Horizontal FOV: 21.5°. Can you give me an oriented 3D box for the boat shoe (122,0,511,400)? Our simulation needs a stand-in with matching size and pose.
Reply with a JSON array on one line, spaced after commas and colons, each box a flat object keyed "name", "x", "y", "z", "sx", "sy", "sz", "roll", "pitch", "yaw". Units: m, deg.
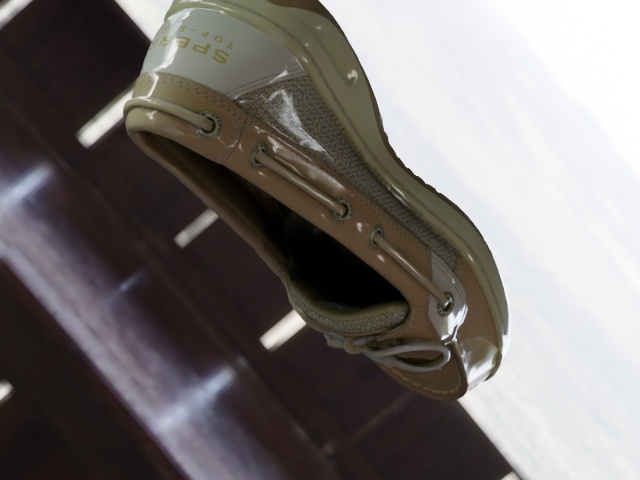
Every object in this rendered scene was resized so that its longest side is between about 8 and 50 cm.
[{"name": "boat shoe", "x": 0.001, "y": 0.000, "z": 0.412, "sx": 0.056, "sy": 0.048, "sz": 0.153, "roll": 12, "pitch": -30, "yaw": 33}]
